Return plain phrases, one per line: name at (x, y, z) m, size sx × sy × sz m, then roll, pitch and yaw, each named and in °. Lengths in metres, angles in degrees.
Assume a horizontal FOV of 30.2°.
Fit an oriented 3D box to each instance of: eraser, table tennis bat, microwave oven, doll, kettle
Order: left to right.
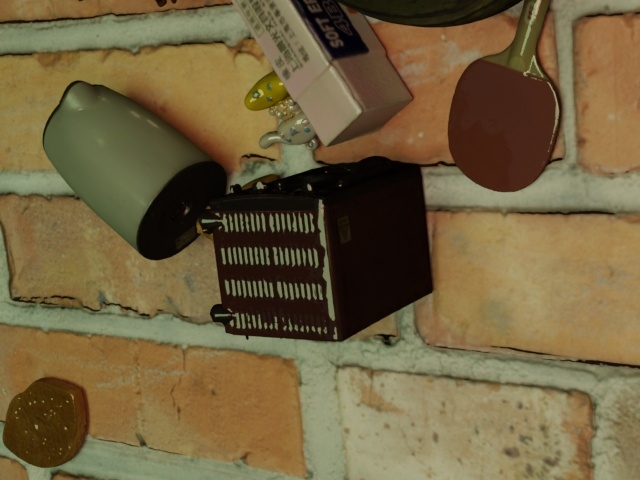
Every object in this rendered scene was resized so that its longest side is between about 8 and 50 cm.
kettle at (-0.268, -0.088, 1.657) m, size 0.236 × 0.161 × 0.221 m, roll 38°, pitch 152°, yaw 23°
doll at (-0.041, -0.164, 1.528) m, size 0.113 × 0.071 × 0.135 m, roll 38°, pitch 129°, yaw 1°
eraser at (-0.012, -0.260, 1.433) m, size 0.086 × 0.130 × 0.287 m, roll -39°, pitch 80°, yaw 38°
microwave oven at (0.002, 0.001, 1.421) m, size 0.178 × 0.247 × 0.188 m, roll -3°, pitch 102°, yaw 33°
table tennis bat at (0.220, -0.173, 1.359) m, size 0.138 × 0.022 × 0.247 m, roll 27°, pitch 118°, yaw 27°

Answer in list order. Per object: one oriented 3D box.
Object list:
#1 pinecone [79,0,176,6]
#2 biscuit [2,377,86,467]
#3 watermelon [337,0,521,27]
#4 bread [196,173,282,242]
pinecone at (-0.263, -0.398, 1.487) m, size 0.246 × 0.292 × 0.246 m, roll 52°, pitch 153°, yaw 42°
biscuit at (-0.451, 0.303, 1.956) m, size 0.220 × 0.029 × 0.142 m, roll -39°, pitch 77°, yaw 35°
watermelon at (0.107, -0.359, 1.226) m, size 0.359 × 0.279 × 0.279 m, roll 27°, pitch 116°, yaw 34°
bread at (-0.105, -0.044, 1.591) m, size 0.132 × 0.074 × 0.053 m, roll -30°, pitch 95°, yaw 39°
